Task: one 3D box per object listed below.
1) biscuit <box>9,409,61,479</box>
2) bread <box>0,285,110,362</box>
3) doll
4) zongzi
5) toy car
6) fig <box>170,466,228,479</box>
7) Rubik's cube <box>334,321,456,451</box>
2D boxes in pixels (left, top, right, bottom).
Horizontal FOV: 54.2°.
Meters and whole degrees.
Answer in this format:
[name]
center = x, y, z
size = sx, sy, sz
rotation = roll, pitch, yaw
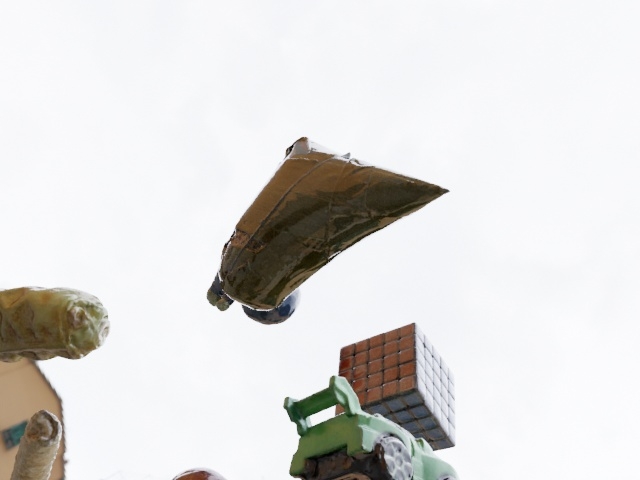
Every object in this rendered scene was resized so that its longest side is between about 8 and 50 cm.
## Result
[biscuit]
center = -0.431, 0.333, 0.940
size = 0.061, 0.055, 0.219
rotation = 55, -48, 25
[bread]
center = -0.510, 0.150, 1.133
size = 0.267, 0.152, 0.130
rotation = -5, -126, 19
[doll]
center = -0.176, 0.137, 1.761
size = 0.258, 0.228, 0.154
rotation = 31, -44, 14
[zongzi]
center = 0.000, 0.000, 1.139
size = 0.393, 0.174, 0.356
rotation = 25, -101, 49
[toy car]
center = 0.100, 0.410, 1.145
size = 0.358, 0.176, 0.213
rotation = 33, -49, -27
[fig]
center = -0.271, 0.595, 1.331
size = 0.175, 0.207, 0.175
rotation = 12, -56, 18
[Rubik's cube]
center = 0.194, 0.393, 1.595
size = 0.237, 0.238, 0.237
rotation = -21, -59, 24
